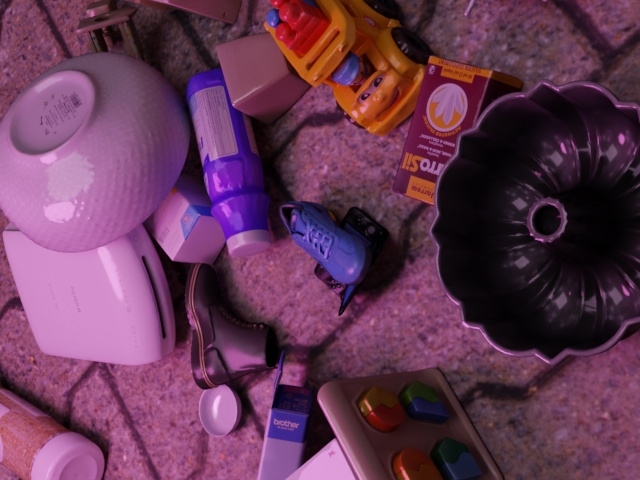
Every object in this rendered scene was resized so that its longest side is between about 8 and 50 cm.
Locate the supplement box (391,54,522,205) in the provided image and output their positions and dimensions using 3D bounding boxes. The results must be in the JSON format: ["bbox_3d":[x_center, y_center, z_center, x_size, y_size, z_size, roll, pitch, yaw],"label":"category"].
[{"bbox_3d":[0.178,-0.136,1.469,0.104,0.080,0.188,22,100,39],"label":"supplement box"}]

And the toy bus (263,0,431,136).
[{"bbox_3d":[0.021,-0.267,1.532,0.149,0.211,0.220,-46,60,25],"label":"toy bus"}]

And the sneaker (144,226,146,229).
[{"bbox_3d":[-0.325,-0.027,1.896,0.067,0.064,0.175,-44,62,16],"label":"sneaker"}]

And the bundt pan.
[{"bbox_3d":[0.297,-0.018,1.329,0.330,0.124,0.331,-6,81,39],"label":"bundt pan"}]

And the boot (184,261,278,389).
[{"bbox_3d":[-0.130,0.120,1.723,0.137,0.077,0.198,-15,75,24],"label":"boot"}]

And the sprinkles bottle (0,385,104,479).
[{"bbox_3d":[-0.534,0.350,1.995,0.355,0.121,0.121,20,98,40],"label":"sprinkles bottle"}]

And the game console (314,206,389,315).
[{"bbox_3d":[0.037,0.027,1.575,0.107,0.071,0.122,41,111,28],"label":"game console"}]

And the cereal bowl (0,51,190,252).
[{"bbox_3d":[-0.379,-0.159,1.736,0.339,0.141,0.339,-13,57,21],"label":"cereal bowl"}]

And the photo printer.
[{"bbox_3d":[-0.372,0.077,1.846,0.307,0.107,0.256,2,113,40],"label":"photo printer"}]

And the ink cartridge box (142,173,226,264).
[{"bbox_3d":[-0.219,-0.043,1.788,0.143,0.090,0.092,48,115,34],"label":"ink cartridge box"}]

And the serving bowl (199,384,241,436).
[{"bbox_3d":[-0.151,0.262,1.740,0.083,0.027,0.083,-4,83,40],"label":"serving bowl"}]

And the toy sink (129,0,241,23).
[{"bbox_3d":[-0.253,-0.440,1.818,0.234,0.152,0.131,23,100,38],"label":"toy sink"}]

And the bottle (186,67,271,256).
[{"bbox_3d":[-0.136,-0.117,1.710,0.092,0.118,0.283,-12,74,-6],"label":"bottle"}]

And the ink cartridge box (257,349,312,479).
[{"bbox_3d":[-0.057,0.321,1.561,0.065,0.186,0.311,8,93,1],"label":"ink cartridge box"}]

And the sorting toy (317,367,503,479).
[{"bbox_3d":[0.118,0.245,1.398,0.038,0.208,0.193,-52,55,38],"label":"sorting toy"}]

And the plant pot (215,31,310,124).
[{"bbox_3d":[-0.079,-0.254,1.689,0.096,0.109,0.109,-25,69,21],"label":"plant pot"}]

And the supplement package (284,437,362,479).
[{"bbox_3d":[0.075,0.365,1.425,0.149,0.203,0.194,-44,60,28],"label":"supplement package"}]

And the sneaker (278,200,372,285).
[{"bbox_3d":[0.000,0.000,1.562,0.069,0.082,0.209,-62,31,11],"label":"sneaker"}]

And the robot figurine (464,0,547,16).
[{"bbox_3d":[0.235,-0.458,1.377,0.300,0.199,0.354,-3,83,60],"label":"robot figurine"}]

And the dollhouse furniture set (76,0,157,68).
[{"bbox_3d":[-0.333,-0.320,1.947,0.101,0.161,0.182,-15,118,5],"label":"dollhouse furniture set"}]
